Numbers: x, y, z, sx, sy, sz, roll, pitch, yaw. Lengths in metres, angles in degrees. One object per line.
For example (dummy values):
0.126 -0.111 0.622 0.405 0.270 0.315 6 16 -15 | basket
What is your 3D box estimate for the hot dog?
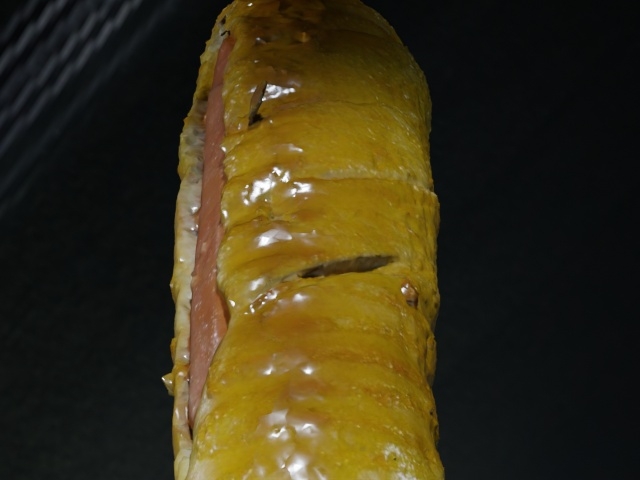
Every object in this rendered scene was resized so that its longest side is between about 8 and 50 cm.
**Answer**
0.000 0.003 0.545 0.088 0.286 0.061 22 -57 -20 | hot dog
